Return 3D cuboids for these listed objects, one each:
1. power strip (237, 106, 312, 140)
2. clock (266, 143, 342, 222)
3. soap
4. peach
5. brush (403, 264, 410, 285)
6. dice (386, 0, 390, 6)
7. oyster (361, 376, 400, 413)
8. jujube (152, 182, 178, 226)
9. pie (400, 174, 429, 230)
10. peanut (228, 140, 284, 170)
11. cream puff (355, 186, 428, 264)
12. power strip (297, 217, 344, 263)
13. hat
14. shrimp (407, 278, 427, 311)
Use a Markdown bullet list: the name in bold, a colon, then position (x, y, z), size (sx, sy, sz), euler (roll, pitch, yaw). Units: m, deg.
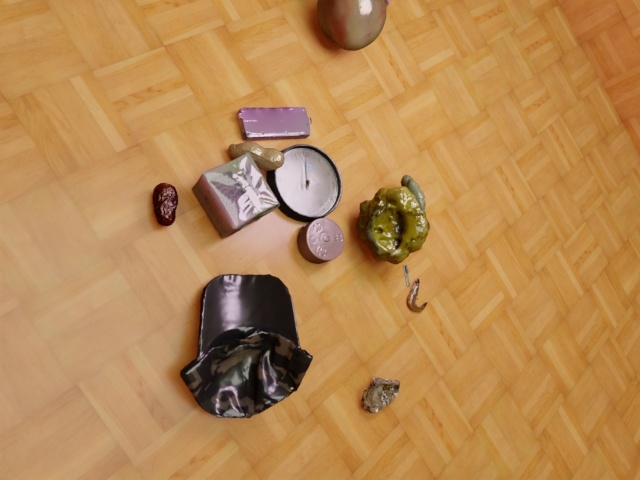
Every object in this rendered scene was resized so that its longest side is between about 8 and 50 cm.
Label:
- **power strip**: position (-0.156, -0.406, 1.792), size (0.279, 0.037, 0.109), euler (-10, 84, -31)
- **clock**: position (-0.050, -0.202, 1.795), size (0.281, 0.055, 0.280), euler (7, 76, -28)
- **soap**: position (-0.265, -0.137, 1.607), size (0.182, 0.138, 0.199), euler (-33, 95, -33)
- **peach**: position (0.113, -0.855, 1.899), size (0.248, 0.292, 0.292), euler (-9, 82, -6)
- **brush**: position (0.329, 0.132, 1.958), size (0.016, 0.013, 0.083), euler (-3, 82, -32)
- **dice**: position (0.241, -1.015, 2.131), size (0.093, 0.091, 0.094), euler (20, 69, -25)
- **oyster**: position (0.209, 0.519, 1.774), size (0.177, 0.056, 0.105), euler (-23, 102, -31)
- **jujube**: position (-0.457, -0.106, 1.526), size (0.077, 0.077, 0.129), euler (-1, 80, -30)
- **pie**: position (0.357, -0.135, 1.927), size (0.054, 0.240, 0.240), euler (-20, 89, 5)
- **peanut**: position (-0.209, -0.276, 1.686), size (0.187, 0.082, 0.082), euler (16, 70, -6)
- **cream puff**: position (0.236, -0.052, 1.794), size (0.185, 0.282, 0.281), euler (-7, 81, -51)
- **power strip**: position (0.000, 0.000, 1.762), size (0.154, 0.078, 0.154), euler (7, 76, -28)
- **hat**: position (-0.225, 0.300, 1.547), size (0.367, 0.257, 0.381), euler (3, 40, -14)
- **shrimp**: position (0.370, 0.208, 1.956), size (0.091, 0.025, 0.127), euler (20, 73, -25)
